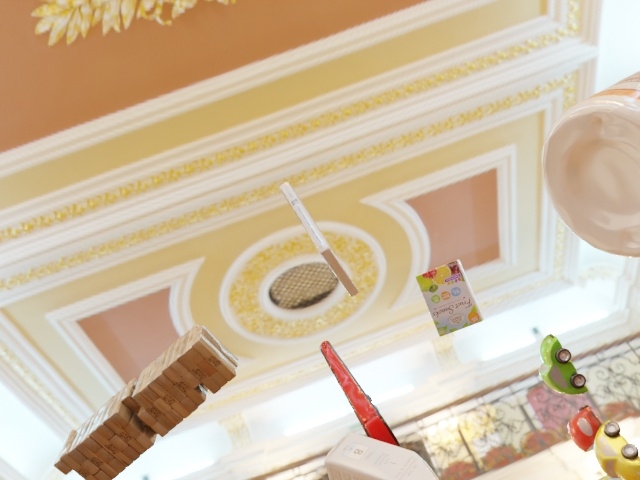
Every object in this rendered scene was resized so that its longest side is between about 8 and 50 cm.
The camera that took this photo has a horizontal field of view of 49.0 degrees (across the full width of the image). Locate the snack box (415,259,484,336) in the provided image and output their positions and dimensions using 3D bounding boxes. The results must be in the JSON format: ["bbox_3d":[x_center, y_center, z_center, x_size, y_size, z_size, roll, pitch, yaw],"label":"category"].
[{"bbox_3d":[0.280,0.124,1.520,0.100,0.141,0.037,-24,-8,20],"label":"snack box"}]

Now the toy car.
[{"bbox_3d":[0.385,0.247,1.052,0.053,0.225,0.239,-31,-2,3],"label":"toy car"}]

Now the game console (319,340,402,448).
[{"bbox_3d":[0.137,0.462,1.756,0.060,0.342,0.387,-29,-49,-4],"label":"game console"}]

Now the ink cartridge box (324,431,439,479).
[{"bbox_3d":[0.207,0.506,1.167,0.091,0.385,0.308,-37,-59,-44],"label":"ink cartridge box"}]

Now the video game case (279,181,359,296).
[{"bbox_3d":[0.000,0.000,1.295,0.022,0.173,0.190,-33,-34,1],"label":"video game case"}]

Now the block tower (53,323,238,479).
[{"bbox_3d":[-0.289,0.280,1.177,0.335,0.091,0.097,-39,-74,10],"label":"block tower"}]

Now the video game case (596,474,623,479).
[{"bbox_3d":[0.739,0.514,1.448,0.274,0.035,0.248,9,-30,1],"label":"video game case"}]

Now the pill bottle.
[{"bbox_3d":[0.519,-0.152,0.986,0.392,0.224,0.224,-29,-39,-28],"label":"pill bottle"}]
